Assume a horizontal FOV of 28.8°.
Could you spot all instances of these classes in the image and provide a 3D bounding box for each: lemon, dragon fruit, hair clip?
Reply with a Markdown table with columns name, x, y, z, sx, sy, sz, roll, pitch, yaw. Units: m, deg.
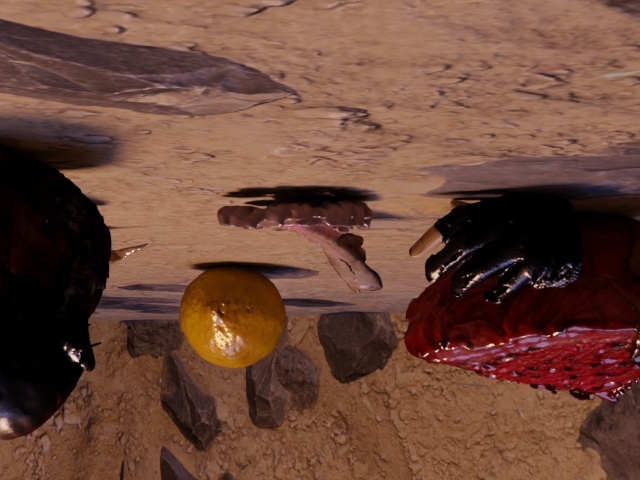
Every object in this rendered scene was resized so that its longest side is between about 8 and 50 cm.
| name | x | y | z | sx | sy | sz | roll | pitch | yaw |
| --- | --- | --- | --- | --- | --- | --- | --- | --- | --- |
| lemon | -0.158 | 0.138 | 2.268 | 0.188 | 0.188 | 0.257 | -1 | 167 | 16 |
| dragon fruit | 0.267 | 0.104 | 1.494 | 0.330 | 0.240 | 0.302 | -11 | -175 | -9 |
| hair clip | 0.001 | -0.007 | 1.492 | 0.173 | 0.069 | 0.300 | -4 | 162 | 23 |

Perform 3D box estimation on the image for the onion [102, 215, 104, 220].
| name | x | y | z | sx | sy | sz | roll | pitch | yaw |
| --- | --- | --- | --- | --- | --- | --- | --- | --- | --- |
| onion | -0.385 | 0.019 | 1.448 | 0.283 | 0.227 | 0.120 | -30 | 138 | -16 |

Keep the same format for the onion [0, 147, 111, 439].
| name | x | y | z | sx | sy | sz | roll | pitch | yaw |
| --- | --- | --- | --- | --- | --- | --- | --- | --- | --- |
| onion | -0.304 | 0.050 | 1.153 | 0.221 | 0.281 | 0.281 | -4 | 173 | 6 |

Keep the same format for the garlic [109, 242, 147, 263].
| name | x | y | z | sx | sy | sz | roll | pitch | yaw |
| --- | --- | --- | --- | --- | --- | --- | --- | --- | --- |
| garlic | -0.352 | 0.018 | 1.694 | 0.198 | 0.090 | 0.128 | 11 | 156 | -35 |

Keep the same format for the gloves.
| name | x | y | z | sx | sy | sz | roll | pitch | yaw |
| --- | --- | --- | --- | --- | --- | --- | --- | --- | --- |
| gloves | 0.190 | 0.002 | 1.387 | 0.181 | 0.129 | 0.106 | -5 | 164 | -1 |
